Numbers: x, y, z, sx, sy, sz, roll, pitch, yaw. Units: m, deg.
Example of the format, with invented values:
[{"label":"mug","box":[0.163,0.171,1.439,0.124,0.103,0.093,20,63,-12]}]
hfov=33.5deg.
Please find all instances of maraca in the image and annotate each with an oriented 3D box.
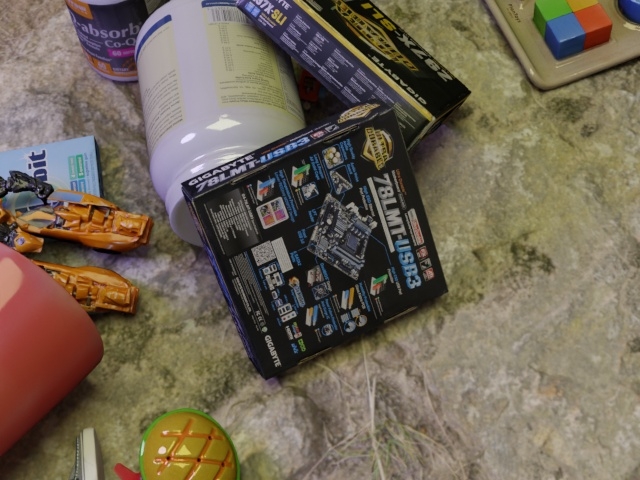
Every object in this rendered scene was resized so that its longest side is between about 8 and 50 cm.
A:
[{"label":"maraca","box":[-0.158,0.306,1.365,0.127,0.099,0.186,-25,83,-24]}]

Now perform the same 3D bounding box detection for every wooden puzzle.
[{"label":"wooden puzzle","box":[0.444,-0.433,1.761,0.347,0.080,0.322,-18,61,-8]}]

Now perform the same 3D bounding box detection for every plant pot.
[{"label":"plant pot","box":[-0.454,0.163,1.345,0.274,0.275,0.243,23,57,15]}]

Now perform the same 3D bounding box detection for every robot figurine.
[{"label":"robot figurine","box":[-0.396,0.009,1.521,0.290,0.085,0.211,10,80,-1]}]

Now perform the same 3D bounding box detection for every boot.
[{"label":"boot","box":[-0.323,0.337,1.367,0.086,0.069,0.190,-7,62,-4]}]

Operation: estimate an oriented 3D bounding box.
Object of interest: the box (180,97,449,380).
[{"label":"box","box":[0.000,0.000,1.426,0.293,0.296,0.073,-26,28,-12]}]

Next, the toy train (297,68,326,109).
[{"label":"toy train","box":[0.037,-0.260,1.707,0.166,0.046,0.125,7,82,-2]}]

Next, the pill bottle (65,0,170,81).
[{"label":"pill bottle","box":[-0.321,-0.392,1.663,0.162,0.278,0.162,-2,60,3]}]

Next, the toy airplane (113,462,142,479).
[{"label":"toy airplane","box":[-0.247,0.344,1.353,0.151,0.028,0.151,24,50,-32]}]

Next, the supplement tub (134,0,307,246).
[{"label":"supplement tub","box":[-0.141,-0.175,1.554,0.235,0.235,0.325,-10,60,-3]}]

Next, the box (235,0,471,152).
[{"label":"box","box":[0.058,-0.278,1.560,0.322,0.257,0.079,42,113,4]}]

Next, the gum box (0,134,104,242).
[{"label":"gum box","box":[-0.425,-0.071,1.622,0.184,0.041,0.157,-11,61,-4]}]
